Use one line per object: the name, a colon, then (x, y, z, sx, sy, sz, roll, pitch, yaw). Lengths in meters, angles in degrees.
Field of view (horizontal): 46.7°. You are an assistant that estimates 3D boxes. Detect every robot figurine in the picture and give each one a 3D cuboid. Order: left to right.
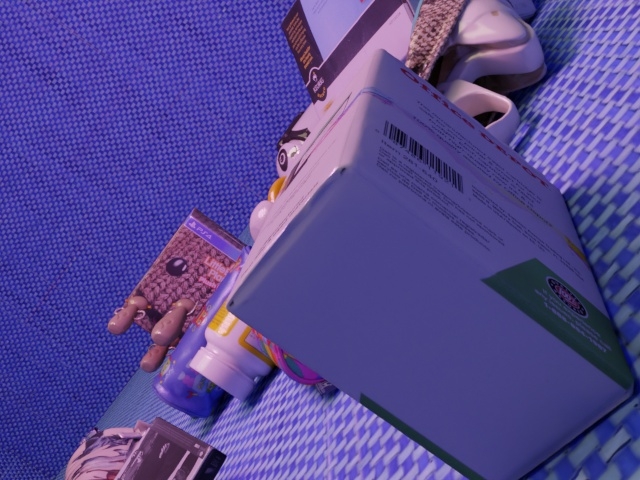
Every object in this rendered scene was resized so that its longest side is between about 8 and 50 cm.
robot figurine: (0.029, -0.200, 1.485, 0.278, 0.173, 0.209, -56, 10, -15)

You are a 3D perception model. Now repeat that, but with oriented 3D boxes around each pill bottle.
pill bottle: (-0.099, 0.129, 1.124, 0.208, 0.119, 0.119, -56, 10, -13)

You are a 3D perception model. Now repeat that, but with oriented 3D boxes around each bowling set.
bowling set: (-0.318, 0.234, 1.657, 0.154, 0.287, 0.199, -58, -25, -58)

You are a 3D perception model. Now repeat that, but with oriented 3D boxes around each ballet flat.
ballet flat: (0.163, -0.157, 0.875, 0.182, 0.164, 0.482, -1, 57, 51)

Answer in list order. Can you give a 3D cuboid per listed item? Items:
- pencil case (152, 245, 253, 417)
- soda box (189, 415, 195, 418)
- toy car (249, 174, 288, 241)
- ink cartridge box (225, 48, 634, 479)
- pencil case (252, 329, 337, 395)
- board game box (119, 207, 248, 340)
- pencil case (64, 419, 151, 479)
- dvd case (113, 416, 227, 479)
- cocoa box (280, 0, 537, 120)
pencil case: (-0.154, 0.158, 1.262, 0.306, 0.133, 0.119, -55, 22, 1)
soda box: (-0.199, 0.194, 1.435, 0.286, 0.098, 0.091, -61, 12, -31)
toy car: (0.000, 0.000, 0.990, 0.159, 0.182, 0.136, -35, -23, -30)
ink cartridge box: (0.075, -0.003, 0.517, 0.117, 0.201, 0.278, -49, 11, 25)
pencil case: (-0.024, 0.114, 0.908, 0.104, 0.104, 0.236, -55, 12, -7)
board game box: (-0.300, 0.109, 1.802, 0.291, 0.232, 0.141, -53, 11, 5)
pencil case: (-0.318, 0.395, 1.123, 0.410, 0.160, 0.183, 172, 118, -77)
dvd case: (-0.215, 0.326, 0.844, 0.179, 0.029, 0.238, 0, 54, 58)
cocoa box: (0.122, -0.362, 1.207, 0.231, 0.228, 0.347, -20, -6, -26)
